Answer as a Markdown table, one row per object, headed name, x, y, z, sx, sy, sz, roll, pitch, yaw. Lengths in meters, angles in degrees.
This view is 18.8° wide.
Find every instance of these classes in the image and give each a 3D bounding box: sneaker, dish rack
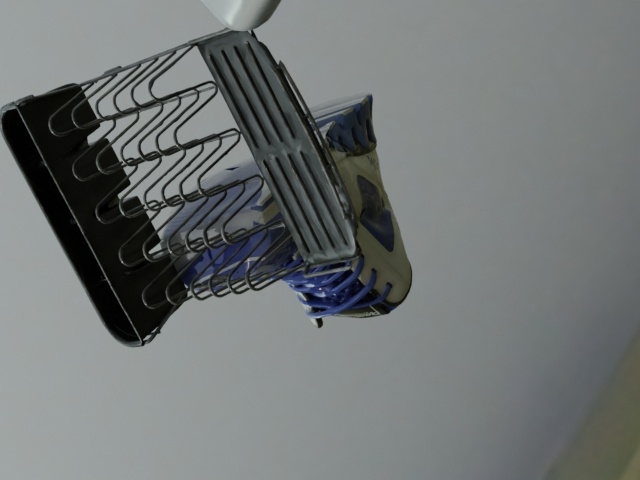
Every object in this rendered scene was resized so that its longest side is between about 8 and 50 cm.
| name | x | y | z | sx | sy | sz | roll | pitch | yaw |
| --- | --- | --- | --- | --- | --- | --- | --- | --- | --- |
| sneaker | 0.000 | 0.000 | 1.630 | 0.127 | 0.182 | 0.315 | -17 | 13 | 26 |
| dish rack | -0.097 | -0.040 | 1.385 | 0.271 | 0.208 | 0.074 | -12 | 20 | 49 |

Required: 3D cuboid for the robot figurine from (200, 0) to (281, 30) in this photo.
| name | x | y | z | sx | sy | sz | roll | pitch | yaw |
| --- | --- | --- | --- | --- | --- | --- | --- | --- | --- |
| robot figurine | -0.105 | -0.289 | 1.086 | 0.300 | 0.353 | 0.200 | -35 | -9 | -36 |
